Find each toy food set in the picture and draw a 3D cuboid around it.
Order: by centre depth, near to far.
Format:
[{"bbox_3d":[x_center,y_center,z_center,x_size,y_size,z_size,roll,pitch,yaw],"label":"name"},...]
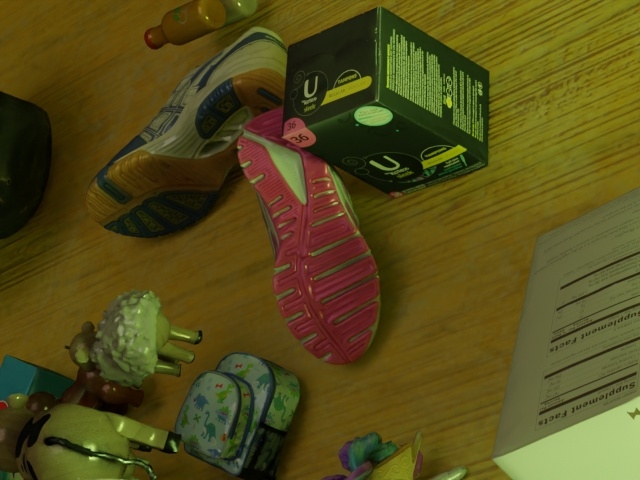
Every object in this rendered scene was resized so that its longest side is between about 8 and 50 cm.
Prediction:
[{"bbox_3d":[-0.124,-0.315,1.946,0.104,0.111,0.232,-16,62,41],"label":"toy food set"}]

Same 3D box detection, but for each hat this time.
[{"bbox_3d":[-0.404,-0.094,2.117,0.331,0.134,0.331,-27,59,57],"label":"hat"}]

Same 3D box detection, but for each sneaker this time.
[{"bbox_3d":[0.000,0.000,1.680,0.103,0.111,0.252,-16,76,7],"label":"sneaker"},{"bbox_3d":[-0.134,-0.114,1.887,0.296,0.112,0.131,-34,32,29],"label":"sneaker"}]

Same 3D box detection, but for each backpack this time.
[{"bbox_3d":[-0.078,0.166,1.682,0.105,0.084,0.114,18,83,48],"label":"backpack"}]

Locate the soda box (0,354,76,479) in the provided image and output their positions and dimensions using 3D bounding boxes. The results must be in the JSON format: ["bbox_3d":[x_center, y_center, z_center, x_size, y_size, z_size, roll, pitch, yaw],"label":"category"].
[{"bbox_3d":[-0.347,0.240,1.940,0.071,0.067,0.210,15,82,48],"label":"soda box"}]

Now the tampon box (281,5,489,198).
[{"bbox_3d":[0.063,-0.125,1.620,0.120,0.161,0.101,-19,58,40],"label":"tampon box"}]

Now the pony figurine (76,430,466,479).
[{"bbox_3d":[-0.047,0.337,1.464,0.351,0.303,0.363,-5,59,10],"label":"pony figurine"}]

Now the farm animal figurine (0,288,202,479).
[{"bbox_3d":[-0.266,0.233,1.709,0.327,0.172,0.330,-41,34,56],"label":"farm animal figurine"}]

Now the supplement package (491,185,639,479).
[{"bbox_3d":[0.233,0.092,1.284,0.134,0.139,0.244,-29,26,35],"label":"supplement package"}]
